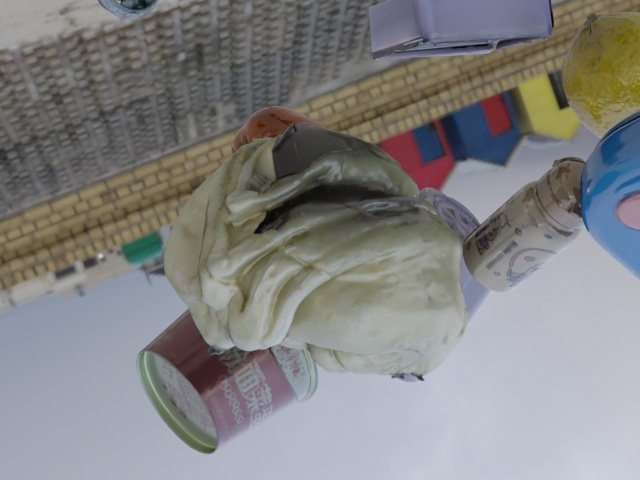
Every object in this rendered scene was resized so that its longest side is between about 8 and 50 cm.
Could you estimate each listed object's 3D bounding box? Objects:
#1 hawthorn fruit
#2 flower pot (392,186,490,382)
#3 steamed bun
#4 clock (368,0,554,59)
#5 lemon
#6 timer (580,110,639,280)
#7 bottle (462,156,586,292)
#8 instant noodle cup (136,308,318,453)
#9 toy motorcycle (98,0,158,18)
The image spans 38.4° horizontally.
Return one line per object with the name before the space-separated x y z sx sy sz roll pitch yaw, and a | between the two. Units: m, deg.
hawthorn fruit | -0.058 -0.141 1.586 0.189 0.189 0.189 -21 -174 2
flower pot | 0.153 0.053 1.503 0.243 0.265 0.265 -48 176 22
steamed bun | 0.000 0.000 0.964 0.319 0.206 0.275 9 -147 -5
clock | 0.173 -0.273 1.148 0.193 0.073 0.144 -9 -173 -23
lemon | 0.470 -0.246 1.399 0.192 0.231 0.192 -34 -171 6
timer | 0.471 -0.055 0.982 0.340 0.309 0.115 -28 -142 40
bottle | 0.280 -0.026 1.187 0.209 0.097 0.110 -48 -155 47
instant noodle cup | -0.143 0.188 1.345 0.178 0.235 0.234 -36 -167 -33
toy motorcycle | -0.262 -0.372 0.930 0.296 0.198 0.109 26 165 -39
